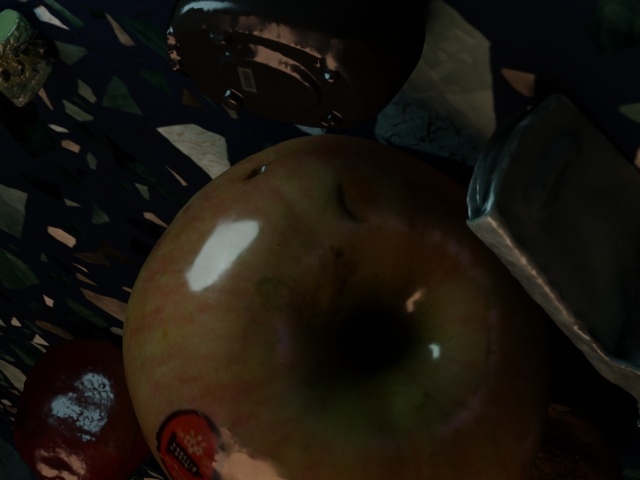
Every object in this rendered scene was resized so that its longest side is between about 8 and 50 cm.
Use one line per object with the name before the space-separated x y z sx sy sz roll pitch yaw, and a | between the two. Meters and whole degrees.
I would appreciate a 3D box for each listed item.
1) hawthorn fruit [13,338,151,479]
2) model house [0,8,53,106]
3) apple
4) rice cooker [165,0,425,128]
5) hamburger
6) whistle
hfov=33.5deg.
hawthorn fruit | -0.417 0.330 1.872 0.265 0.307 0.265 16 148 11
model house | -0.312 -0.185 1.095 0.083 0.079 0.066 44 -177 -42
apple | 0.016 0.108 0.975 0.391 0.391 0.346 31 165 -6
rice cooker | -0.024 -0.161 0.803 0.203 0.118 0.142 16 152 16
hamburger | 0.213 0.301 1.270 0.245 0.260 0.211 47 159 5
whistle | 0.295 0.052 0.831 0.404 0.168 0.188 29 153 9
